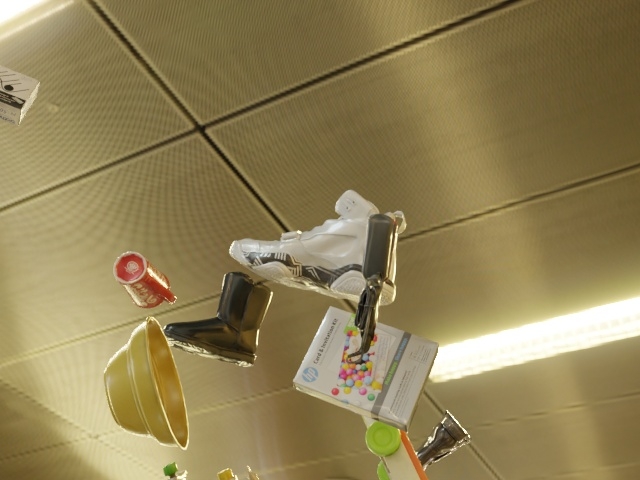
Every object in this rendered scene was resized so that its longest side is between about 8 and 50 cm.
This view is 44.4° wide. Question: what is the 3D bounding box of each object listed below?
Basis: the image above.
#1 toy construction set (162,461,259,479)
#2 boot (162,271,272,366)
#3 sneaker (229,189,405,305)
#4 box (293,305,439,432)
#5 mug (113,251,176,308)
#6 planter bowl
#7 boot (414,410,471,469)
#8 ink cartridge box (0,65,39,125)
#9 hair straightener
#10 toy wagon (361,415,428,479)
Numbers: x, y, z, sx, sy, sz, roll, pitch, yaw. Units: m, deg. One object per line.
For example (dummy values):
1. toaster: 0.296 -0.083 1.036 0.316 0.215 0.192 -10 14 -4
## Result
1. toy construction set: -0.254 0.617 1.902 0.258 0.237 0.309 -34 -12 23
2. boot: -0.242 0.170 1.844 0.247 0.207 0.094 20 -22 -23
3. sneaker: 0.000 0.000 1.658 0.366 0.210 0.137 13 -13 16
4. box: 0.072 0.196 1.216 0.186 0.145 0.038 18 -30 18
5. mug: -0.463 0.102 2.090 0.151 0.113 0.169 0 -24 7
6. planter bowl: -0.280 0.233 1.224 0.091 0.217 0.217 -16 -40 -4
7. boot: 0.243 0.510 1.859 0.229 0.091 0.263 -42 -21 -2
8. ink cartridge box: -0.632 -0.289 1.426 0.207 0.097 0.046 21 -47 -12
9. hair straightener: 0.068 0.071 1.163 0.047 0.230 0.089 13 -4 15
10. toy wagon: 0.128 0.381 1.330 0.068 0.344 0.267 -23 -29 -4
